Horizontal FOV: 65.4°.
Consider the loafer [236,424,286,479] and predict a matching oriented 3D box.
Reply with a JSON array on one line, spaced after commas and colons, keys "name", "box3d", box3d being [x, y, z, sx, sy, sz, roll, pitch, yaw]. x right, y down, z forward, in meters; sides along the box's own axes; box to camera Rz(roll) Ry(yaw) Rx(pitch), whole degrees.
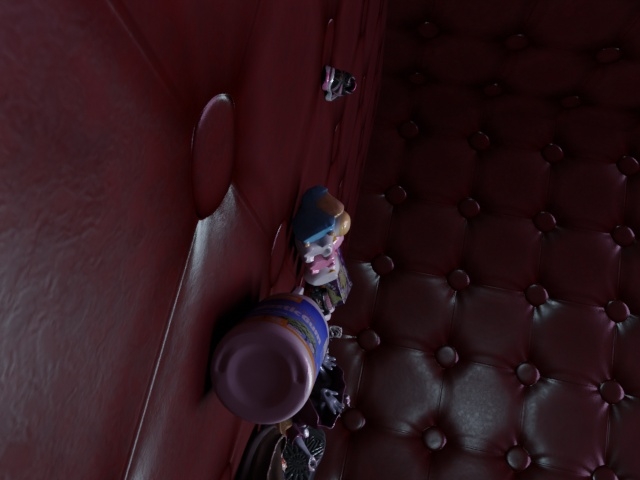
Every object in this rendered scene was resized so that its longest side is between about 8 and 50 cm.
[{"name": "loafer", "box3d": [-0.125, 0.568, 1.067, 0.366, 0.130, 0.134, -69, 168, -56]}]

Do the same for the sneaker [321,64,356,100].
[{"name": "sneaker", "box3d": [0.052, -0.382, 1.241, 0.178, 0.077, 0.072, -52, 153, -77]}]

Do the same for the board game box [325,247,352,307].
[{"name": "board game box", "box3d": [0.046, 0.093, 1.715, 0.347, 0.056, 0.208, -32, 100, -81]}]

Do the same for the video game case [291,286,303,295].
[{"name": "video game case", "box3d": [-0.090, 0.249, 1.294, 0.227, 0.026, 0.206, -53, 154, -75]}]

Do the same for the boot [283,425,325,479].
[{"name": "boot", "box3d": [-0.094, 0.999, 1.940, 0.367, 0.146, 0.445, -55, 154, -54]}]

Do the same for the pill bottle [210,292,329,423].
[{"name": "pill bottle", "box3d": [-0.067, 0.172, 0.826, 0.272, 0.152, 0.152, -46, 146, -79]}]

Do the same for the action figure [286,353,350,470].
[{"name": "action figure", "box3d": [-0.058, 0.514, 1.533, 0.248, 0.275, 0.370, -58, 180, -42]}]

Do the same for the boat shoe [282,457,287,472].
[{"name": "boat shoe", "box3d": [-0.134, 0.760, 1.678, 0.049, 0.043, 0.137, -58, 157, -67]}]

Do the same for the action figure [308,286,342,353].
[{"name": "action figure", "box3d": [0.006, 0.302, 1.711, 0.164, 0.140, 0.276, 76, 23, -83]}]

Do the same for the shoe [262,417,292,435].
[{"name": "shoe", "box3d": [-0.120, 0.490, 1.351, 0.219, 0.058, 0.077, 38, 32, -87]}]

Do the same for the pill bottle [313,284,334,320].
[{"name": "pill bottle", "box3d": [0.017, 0.220, 1.884, 0.086, 0.086, 0.152, -54, 155, -74]}]

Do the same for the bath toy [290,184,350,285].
[{"name": "bath toy", "box3d": [0.000, 0.000, 1.268, 0.348, 0.151, 0.129, 87, -20, -66]}]

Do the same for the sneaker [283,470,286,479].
[{"name": "sneaker", "box3d": [-0.145, 0.811, 1.504, 0.090, 0.081, 0.232, 78, 21, -55]}]
